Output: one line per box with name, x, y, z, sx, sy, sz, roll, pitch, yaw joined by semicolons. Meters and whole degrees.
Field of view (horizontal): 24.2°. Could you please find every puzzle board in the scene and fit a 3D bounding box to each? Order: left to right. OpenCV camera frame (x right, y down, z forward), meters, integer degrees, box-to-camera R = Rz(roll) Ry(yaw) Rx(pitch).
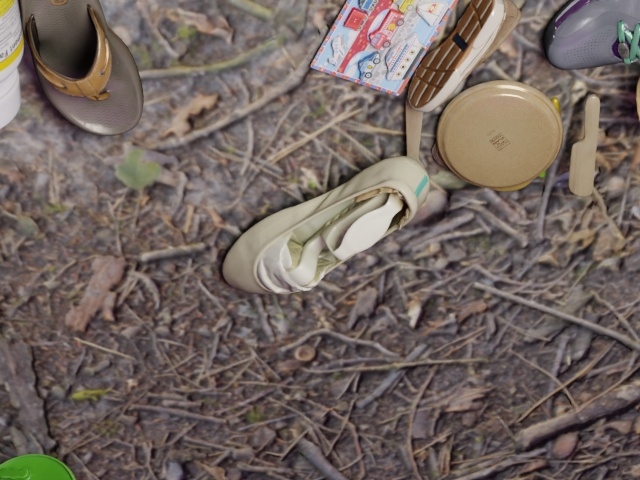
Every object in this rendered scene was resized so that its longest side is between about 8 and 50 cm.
puzzle board;0.061;-0.194;1.371;0.096;0.011;0.128;16;127;-23

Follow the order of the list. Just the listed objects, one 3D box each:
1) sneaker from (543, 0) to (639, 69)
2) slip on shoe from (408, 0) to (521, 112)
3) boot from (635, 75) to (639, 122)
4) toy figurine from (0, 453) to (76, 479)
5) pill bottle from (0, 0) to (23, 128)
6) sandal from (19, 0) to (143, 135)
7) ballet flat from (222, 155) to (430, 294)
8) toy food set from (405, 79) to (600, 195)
sneaker;0.316;-0.198;1.358;0.223;0.098;0.083;-21;132;8
slip on shoe;0.134;-0.170;1.384;0.041;0.051;0.135;16;119;-37
boot;0.448;-0.174;1.394;0.269;0.236;0.089;-11;102;28
toy figurine;-0.334;0.337;1.716;0.173;0.130;0.159;2;145;16
pill bottle;-0.309;-0.193;1.229;0.119;0.119;0.208;-5;132;-7
sandal;-0.213;-0.172;1.304;0.090;0.060;0.219;-10;132;-1
ballet flat;0.000;0.000;1.473;0.248;0.086;0.086;-33;129;24
toy food set;0.174;-0.103;1.463;0.192;0.038;0.132;2;126;2
